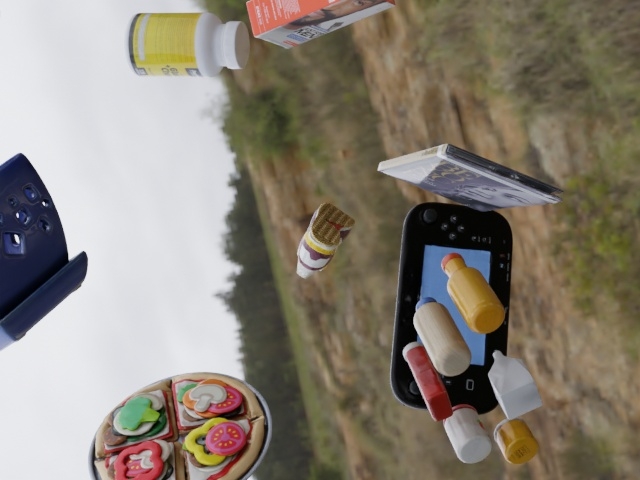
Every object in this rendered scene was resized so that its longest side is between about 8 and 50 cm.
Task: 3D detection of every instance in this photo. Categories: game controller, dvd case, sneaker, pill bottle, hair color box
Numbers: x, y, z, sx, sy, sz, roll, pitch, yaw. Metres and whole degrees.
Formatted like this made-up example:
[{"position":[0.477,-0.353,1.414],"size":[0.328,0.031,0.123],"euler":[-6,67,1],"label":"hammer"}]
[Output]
[{"position":[0.195,0.097,1.734],"size":[0.067,0.166,0.319],"euler":[72,-157,-69],"label":"game controller"},{"position":[0.185,-0.075,1.494],"size":[0.221,0.164,0.018],"euler":[-8,63,72],"label":"dvd case"},{"position":[0.000,0.000,1.915],"size":[0.084,0.069,0.185],"euler":[-58,-4,22],"label":"sneaker"},{"position":[-0.211,-0.311,1.872],"size":[0.103,0.184,0.103],"euler":[3,-90,-75],"label":"pill bottle"},{"position":[0.001,-0.305,1.521],"size":[0.093,0.167,0.053],"euler":[4,-110,-61],"label":"hair color box"}]

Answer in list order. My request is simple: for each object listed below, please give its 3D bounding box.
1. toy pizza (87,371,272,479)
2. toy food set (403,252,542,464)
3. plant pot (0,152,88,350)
[{"position":[-0.151,0.206,1.248],"size":[0.201,0.201,0.032],"euler":[-96,-6,-52],"label":"toy pizza"},{"position":[0.154,0.134,1.239],"size":[0.104,0.111,0.232],"euler":[-113,-1,-54],"label":"toy food set"},{"position":[-0.494,0.046,1.707],"size":[0.212,0.236,0.236],"euler":[54,-139,-10],"label":"plant pot"}]
